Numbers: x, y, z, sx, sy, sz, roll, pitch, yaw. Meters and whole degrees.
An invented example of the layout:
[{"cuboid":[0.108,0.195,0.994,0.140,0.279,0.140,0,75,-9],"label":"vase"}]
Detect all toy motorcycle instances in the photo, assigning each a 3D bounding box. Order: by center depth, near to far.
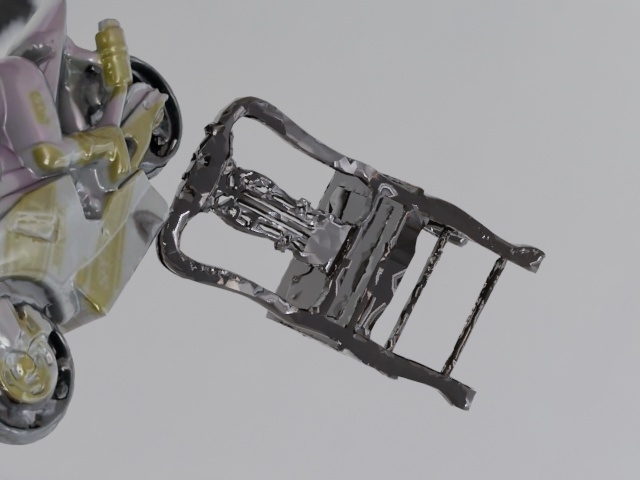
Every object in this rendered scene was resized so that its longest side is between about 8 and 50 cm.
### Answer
[{"cuboid":[-0.144,-0.027,0.831,0.152,0.073,0.225,42,-133,-26],"label":"toy motorcycle"}]

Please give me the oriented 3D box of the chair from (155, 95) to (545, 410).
[{"cuboid":[0.000,0.000,1.010,0.229,0.106,0.113,28,176,-28],"label":"chair"}]
